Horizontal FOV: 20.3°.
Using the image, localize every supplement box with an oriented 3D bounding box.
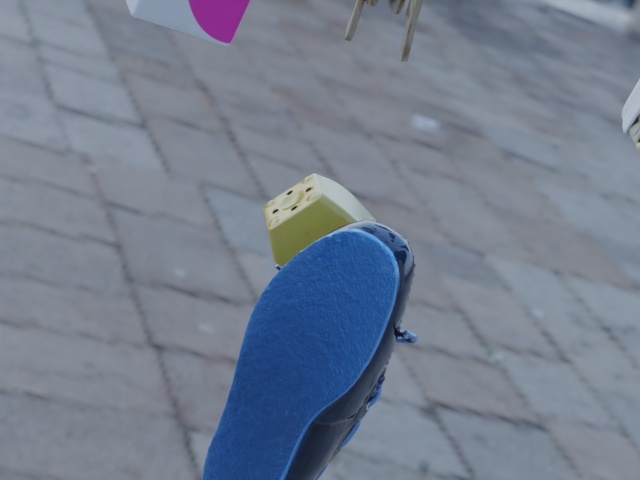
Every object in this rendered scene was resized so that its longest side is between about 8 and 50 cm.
[{"bbox_3d":[-0.144,-0.303,1.833,0.114,0.111,0.220,17,25,-24],"label":"supplement box"}]

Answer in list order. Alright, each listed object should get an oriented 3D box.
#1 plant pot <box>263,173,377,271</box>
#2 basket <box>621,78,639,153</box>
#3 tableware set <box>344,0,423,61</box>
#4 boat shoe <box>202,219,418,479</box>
[{"bbox_3d":[0.000,0.000,1.342,0.083,0.081,0.081,53,8,-25],"label":"plant pot"},{"bbox_3d":[0.279,-0.089,1.101,0.113,0.167,0.103,3,52,-23],"label":"basket"},{"bbox_3d":[0.033,-0.192,0.985,0.039,0.128,0.194,-3,-22,-6],"label":"tableware set"},{"bbox_3d":[-0.005,0.082,1.205,0.109,0.258,0.089,46,37,18],"label":"boat shoe"}]
